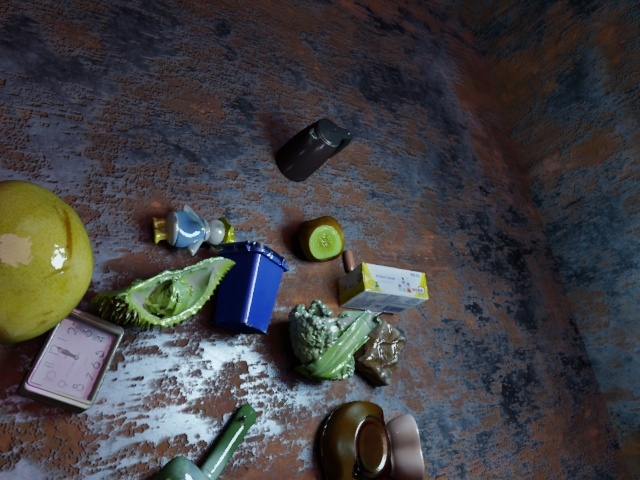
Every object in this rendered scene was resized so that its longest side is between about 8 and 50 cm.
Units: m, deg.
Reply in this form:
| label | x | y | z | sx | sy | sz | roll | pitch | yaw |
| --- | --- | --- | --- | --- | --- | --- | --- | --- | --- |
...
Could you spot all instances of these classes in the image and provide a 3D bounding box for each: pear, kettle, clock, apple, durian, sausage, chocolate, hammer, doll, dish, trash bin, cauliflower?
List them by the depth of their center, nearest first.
| label | x | y | z | sx | sy | sz | roll | pitch | yaw |
| --- | --- | --- | --- | --- | --- | --- | --- | --- | --- |
| pear | -0.610 | 0.043 | 0.982 | 0.314 | 0.314 | 0.315 | 19 | 57 | -32 |
| clock | -0.538 | 0.258 | 1.078 | 0.146 | 0.071 | 0.192 | 31 | 52 | -25 |
| hammer | -0.240 | 0.525 | 1.177 | 0.206 | 0.118 | 0.336 | 50 | 40 | -11 |
| durian | -0.384 | 0.114 | 1.192 | 0.157 | 0.170 | 0.355 | 40 | 29 | 20 |
| trash bin | -0.203 | 0.127 | 1.354 | 0.184 | 0.162 | 0.235 | 40 | 53 | -51 |
| doll | -0.340 | -0.025 | 1.374 | 0.240 | 0.099 | 0.135 | 8 | 24 | -39 |
| cauliflower | 0.045 | 0.273 | 1.433 | 0.315 | 0.239 | 0.257 | -26 | 87 | -1 |
| dish | 0.239 | 0.635 | 1.502 | 0.090 | 0.213 | 0.214 | -4 | 67 | -6 |
| apple | 0.006 | -0.002 | 1.609 | 0.146 | 0.163 | 0.147 | -17 | 90 | -1 |
| chocolate | 0.201 | 0.359 | 1.632 | 0.148 | 0.093 | 0.214 | 46 | 49 | -18 |
| kettle | -0.013 | -0.311 | 1.703 | 0.201 | 0.232 | 0.144 | 2 | 68 | -40 |
| sausage | 0.101 | 0.074 | 1.739 | 0.034 | 0.034 | 0.084 | 8 | 63 | -37 |

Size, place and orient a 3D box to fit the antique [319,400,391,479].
| label | x | y | z | sx | sy | sz | roll | pitch | yaw |
| --- | --- | --- | --- | --- | --- | --- | --- | --- | --- |
| antique | 0.106 | 0.590 | 1.411 | 0.223 | 0.129 | 0.278 | 41 | 50 | -20 |

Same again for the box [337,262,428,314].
| label | x | y | z | sx | sy | sz | roll | pitch | yaw |
| --- | --- | --- | --- | --- | --- | --- | --- | --- | --- |
| box | 0.210 | 0.167 | 1.672 | 0.264 | 0.168 | 0.097 | 9 | 59 | -26 |

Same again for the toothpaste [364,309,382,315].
| label | x | y | z | sx | sy | sz | roll | pitch | yaw |
| --- | --- | --- | --- | --- | --- | --- | --- | --- | --- |
| toothpaste | 0.234 | 0.228 | 1.778 | 0.218 | 0.033 | 0.052 | -27 | 89 | -40 |
